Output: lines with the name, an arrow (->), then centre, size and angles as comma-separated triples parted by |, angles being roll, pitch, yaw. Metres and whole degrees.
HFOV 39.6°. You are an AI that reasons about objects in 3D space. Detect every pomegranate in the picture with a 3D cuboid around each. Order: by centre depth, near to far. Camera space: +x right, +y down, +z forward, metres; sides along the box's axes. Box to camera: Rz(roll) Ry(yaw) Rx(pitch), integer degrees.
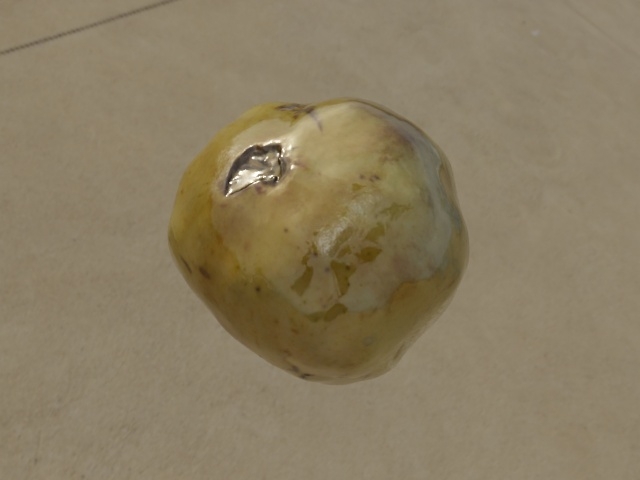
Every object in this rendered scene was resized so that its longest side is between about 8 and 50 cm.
pomegranate -> 0.000, 0.000, 0.992 | 0.332, 0.332, 0.332 | 19, 43, -19
